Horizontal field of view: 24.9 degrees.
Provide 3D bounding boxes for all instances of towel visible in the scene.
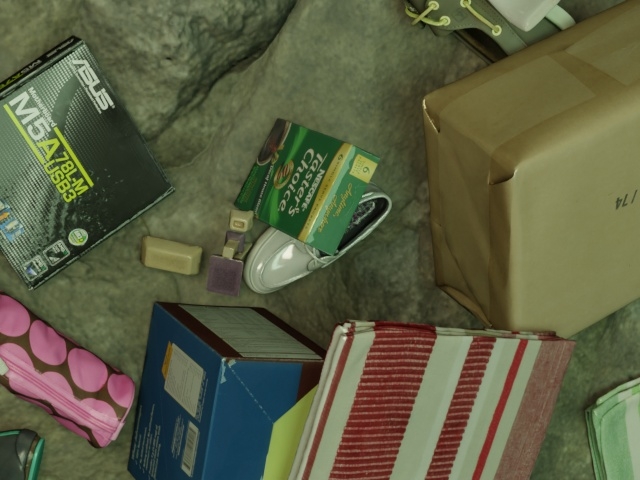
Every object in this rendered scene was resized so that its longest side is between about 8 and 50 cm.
[{"bbox_3d":[0.505,0.259,1.923,0.325,0.038,0.248,-22,113,-19],"label":"towel"},{"bbox_3d":[0.112,0.199,1.512,0.329,0.037,0.237,6,107,-38],"label":"towel"}]

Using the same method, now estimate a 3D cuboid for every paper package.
[{"bbox_3d":[0.296,-0.070,1.613,0.325,0.168,0.309,-26,134,-19],"label":"paper package"}]

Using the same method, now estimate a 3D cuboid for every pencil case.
[{"bbox_3d":[-0.282,0.134,1.478,0.209,0.098,0.095,36,87,-29],"label":"pencil case"}]

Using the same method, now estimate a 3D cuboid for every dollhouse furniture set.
[{"bbox_3d":[-0.128,-0.006,1.549,0.114,0.081,0.091,11,110,5],"label":"dollhouse furniture set"}]

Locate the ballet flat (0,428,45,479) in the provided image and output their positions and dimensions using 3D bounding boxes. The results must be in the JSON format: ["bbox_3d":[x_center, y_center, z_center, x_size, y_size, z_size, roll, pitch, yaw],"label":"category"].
[{"bbox_3d":[-0.332,0.288,1.519,0.074,0.074,0.203,0,110,-26],"label":"ballet flat"}]

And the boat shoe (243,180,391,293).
[{"bbox_3d":[0.000,0.000,1.595,0.184,0.063,0.066,-31,115,-16],"label":"boat shoe"}]

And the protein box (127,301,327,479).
[{"bbox_3d":[-0.096,0.187,1.521,0.136,0.201,0.200,5,102,-27],"label":"protein box"}]

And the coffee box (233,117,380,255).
[{"bbox_3d":[-0.017,-0.059,1.502,0.040,0.184,0.113,26,92,-30],"label":"coffee box"}]

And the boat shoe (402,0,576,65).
[{"bbox_3d":[0.150,-0.259,1.572,0.305,0.109,0.091,25,87,-33],"label":"boat shoe"}]

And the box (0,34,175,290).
[{"bbox_3d":[-0.269,-0.077,1.457,0.184,0.045,0.191,-34,116,-11],"label":"box"}]

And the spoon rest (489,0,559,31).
[{"bbox_3d":[0.141,-0.329,1.429,0.137,0.084,0.276,-44,125,-11],"label":"spoon rest"}]
